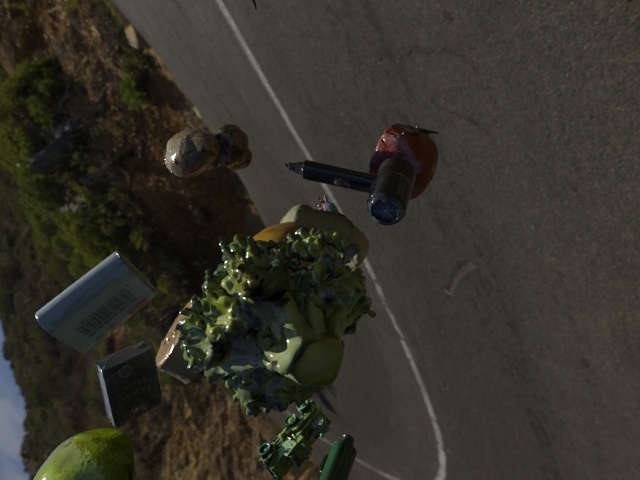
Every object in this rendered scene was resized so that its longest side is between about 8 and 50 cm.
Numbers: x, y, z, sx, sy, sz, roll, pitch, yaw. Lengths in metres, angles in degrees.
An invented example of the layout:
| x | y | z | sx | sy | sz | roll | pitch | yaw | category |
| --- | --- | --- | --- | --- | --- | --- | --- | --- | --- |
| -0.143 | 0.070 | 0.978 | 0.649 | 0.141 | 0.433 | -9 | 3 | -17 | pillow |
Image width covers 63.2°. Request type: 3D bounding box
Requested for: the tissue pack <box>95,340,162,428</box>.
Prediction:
| x | y | z | sx | sy | sz | roll | pitch | yaw | category |
| --- | --- | --- | --- | --- | --- | --- | --- | --- | --- |
| -0.398 | 0.301 | 1.091 | 0.051 | 0.112 | 0.156 | 26 | 126 | 40 | tissue pack |

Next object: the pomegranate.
| x | y | z | sx | sy | sz | roll | pitch | yaw | category |
| --- | --- | --- | --- | --- | --- | --- | --- | --- | --- |
| -0.095 | 0.080 | 1.482 | 0.307 | 0.307 | 0.307 | 42 | 161 | 19 | pomegranate |

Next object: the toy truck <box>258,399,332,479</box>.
| x | y | z | sx | sy | sz | roll | pitch | yaw | category |
| --- | --- | --- | --- | --- | --- | --- | --- | --- | --- |
| -0.073 | 0.661 | 1.703 | 0.135 | 0.259 | 0.128 | 13 | 140 | 58 | toy truck |

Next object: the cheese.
| x | y | z | sx | sy | sz | roll | pitch | yaw | category |
| --- | --- | --- | --- | --- | --- | --- | --- | --- | --- |
| 0.000 | 0.000 | 1.778 | 0.318 | 0.115 | 0.326 | -2 | 151 | 30 | cheese |

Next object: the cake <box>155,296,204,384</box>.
| x | y | z | sx | sy | sz | roll | pitch | yaw | category |
| --- | --- | --- | --- | --- | --- | --- | --- | --- | --- |
| -0.430 | 0.419 | 2.020 | 0.321 | 0.332 | 0.332 | 31 | 167 | -17 | cake |

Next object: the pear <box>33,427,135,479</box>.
| x | y | z | sx | sy | sz | roll | pitch | yaw | category |
| --- | --- | --- | --- | --- | --- | --- | --- | --- | --- |
| -0.465 | 0.498 | 1.016 | 0.139 | 0.239 | 0.288 | 32 | -139 | -42 | pear |

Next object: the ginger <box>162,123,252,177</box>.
| x | y | z | sx | sy | sz | roll | pitch | yaw | category |
| --- | --- | --- | --- | --- | --- | --- | --- | --- | --- |
| -0.345 | -0.291 | 1.699 | 0.244 | 0.304 | 0.155 | -28 | 73 | 54 | ginger |

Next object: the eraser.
| x | y | z | sx | sy | sz | roll | pitch | yaw | category |
| --- | --- | --- | --- | --- | --- | --- | --- | --- | --- |
| -0.526 | 0.149 | 1.246 | 0.081 | 0.227 | 0.174 | 42 | 168 | 42 | eraser |

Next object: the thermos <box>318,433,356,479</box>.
| x | y | z | sx | sy | sz | roll | pitch | yaw | category |
| --- | --- | --- | --- | --- | --- | --- | --- | --- | --- |
| 0.043 | 0.591 | 1.345 | 0.073 | 0.187 | 0.083 | 33 | 128 | 1 | thermos |

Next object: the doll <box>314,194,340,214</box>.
| x | y | z | sx | sy | sz | roll | pitch | yaw | category |
| --- | --- | --- | --- | --- | --- | --- | --- | --- | --- |
| 0.030 | -0.118 | 1.850 | 0.114 | 0.057 | 0.039 | 32 | 164 | 26 | doll |

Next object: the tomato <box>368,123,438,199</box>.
| x | y | z | sx | sy | sz | roll | pitch | yaw | category |
| --- | --- | --- | --- | --- | --- | --- | --- | --- | --- |
| 0.305 | -0.242 | 1.765 | 0.170 | 0.309 | 0.309 | 36 | 158 | 39 | tomato |

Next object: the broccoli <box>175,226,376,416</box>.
| x | y | z | sx | sy | sz | roll | pitch | yaw | category |
| --- | --- | --- | --- | --- | --- | --- | --- | --- | --- |
| -0.062 | 0.136 | 0.903 | 0.334 | 0.324 | 0.272 | 37 | 147 | -31 | broccoli |

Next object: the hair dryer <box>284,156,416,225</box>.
| x | y | z | sx | sy | sz | roll | pitch | yaw | category |
| --- | --- | --- | --- | --- | --- | --- | --- | --- | --- |
| 0.065 | -0.152 | 1.378 | 0.352 | 0.189 | 0.107 | 12 | 132 | 10 | hair dryer |

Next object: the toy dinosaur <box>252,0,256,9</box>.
| x | y | z | sx | sy | sz | roll | pitch | yaw | category |
| --- | --- | --- | --- | --- | --- | --- | --- | --- | --- |
| -0.177 | -0.655 | 1.267 | 0.126 | 0.039 | 0.162 | -17 | 138 | 42 | toy dinosaur |
